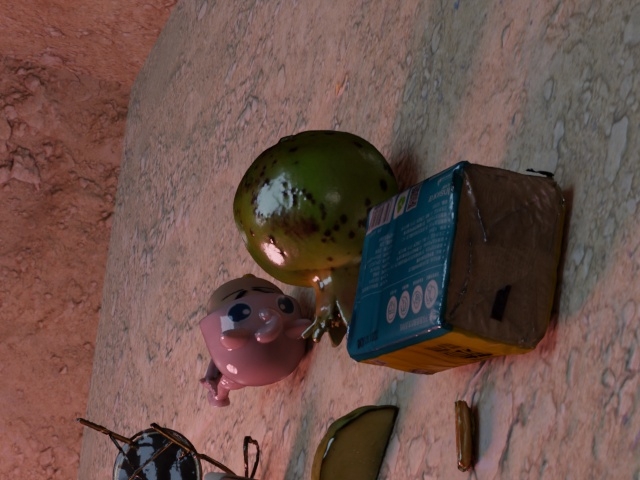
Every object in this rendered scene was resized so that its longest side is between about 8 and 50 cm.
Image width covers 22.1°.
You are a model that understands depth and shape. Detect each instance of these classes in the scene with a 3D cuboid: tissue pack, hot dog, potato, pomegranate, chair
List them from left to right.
[{"bbox_3d":[-0.229,0.350,2.409,0.325,0.170,0.160,28,-114,-66],"label":"chair"},{"bbox_3d":[-0.009,-0.004,2.170,0.231,0.231,0.286,-173,84,-73],"label":"pomegranate"},{"bbox_3d":[0.027,0.251,2.069,0.120,0.081,0.149,-131,55,-67],"label":"potato"},{"bbox_3d":[0.142,0.037,1.760,0.271,0.134,0.192,154,126,-69],"label":"tissue pack"},{"bbox_3d":[0.157,0.211,1.782,0.037,0.021,0.083,90,-179,-64],"label":"hot dog"}]

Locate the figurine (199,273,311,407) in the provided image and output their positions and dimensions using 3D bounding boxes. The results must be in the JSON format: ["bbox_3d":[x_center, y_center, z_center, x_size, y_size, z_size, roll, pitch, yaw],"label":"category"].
[{"bbox_3d":[-0.118,0.146,2.482,0.287,0.176,0.186,108,144,-71],"label":"figurine"}]

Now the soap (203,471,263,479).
[{"bbox_3d":[-0.119,0.429,2.339,0.064,0.121,0.183,158,124,-68],"label":"soap"}]
